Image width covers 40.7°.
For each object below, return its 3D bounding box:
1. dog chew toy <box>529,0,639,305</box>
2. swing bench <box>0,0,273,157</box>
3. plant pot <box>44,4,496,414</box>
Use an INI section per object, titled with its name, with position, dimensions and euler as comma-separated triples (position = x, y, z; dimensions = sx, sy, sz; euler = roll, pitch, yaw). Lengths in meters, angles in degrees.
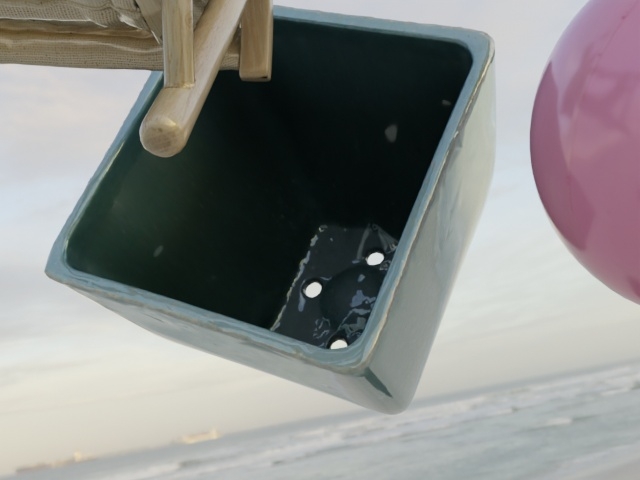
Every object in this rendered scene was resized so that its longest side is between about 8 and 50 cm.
[dog chew toy]
position = 0.249, -0.030, 0.394
dimensions = 0.206, 0.207, 0.332
euler = -6, 22, -23
[swing bench]
position = -0.164, -0.151, 0.431
dimensions = 0.253, 0.165, 0.255
euler = 2, 18, 4
[plant pot]
position = 0.000, 0.000, 0.673
dimensions = 0.247, 0.248, 0.252
euler = 14, -22, 26
